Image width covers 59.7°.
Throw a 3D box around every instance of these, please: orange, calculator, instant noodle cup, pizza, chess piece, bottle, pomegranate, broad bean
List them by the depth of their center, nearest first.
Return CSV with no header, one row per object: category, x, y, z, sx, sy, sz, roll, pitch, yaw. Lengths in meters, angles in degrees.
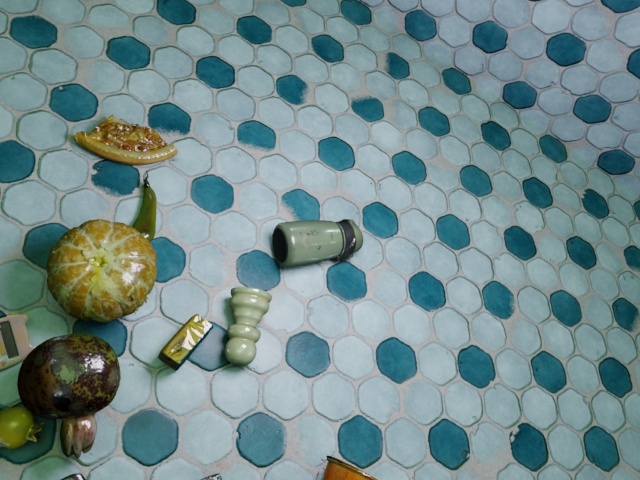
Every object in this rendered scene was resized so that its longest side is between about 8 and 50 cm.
pomegranate,-0.698,0.437,1.574,0.285,0.285,0.340,-5,79,-23
calculator,-0.968,0.306,1.628,0.237,0.033,0.157,-15,93,-35
instant noodle cup,0.100,0.826,1.702,0.296,0.296,0.214,32,68,-5
orange,-0.680,0.096,1.747,0.329,0.249,0.329,7,61,-14
chess piece,-0.254,0.297,1.889,0.144,0.144,0.251,14,67,-15
broad bean,-0.617,-0.084,1.967,0.075,0.067,0.325,27,52,-43
pizza,-0.711,-0.367,2.052,0.365,0.074,0.182,12,71,-17
bottle,0.001,0.002,2.108,0.347,0.168,0.168,-6,68,-29

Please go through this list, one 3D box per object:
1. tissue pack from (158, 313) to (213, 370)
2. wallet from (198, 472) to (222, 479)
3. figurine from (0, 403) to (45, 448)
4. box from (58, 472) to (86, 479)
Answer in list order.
tissue pack,-0.436,0.328,1.805,0.082,0.120,0.169,40,60,-2
wallet,-0.352,0.767,1.684,0.129,0.026,0.088,-15,73,-27
figurine,-0.903,0.532,1.535,0.234,0.127,0.185,32,70,-20
box,-0.719,0.818,1.491,0.290,0.073,0.289,-29,79,-30
